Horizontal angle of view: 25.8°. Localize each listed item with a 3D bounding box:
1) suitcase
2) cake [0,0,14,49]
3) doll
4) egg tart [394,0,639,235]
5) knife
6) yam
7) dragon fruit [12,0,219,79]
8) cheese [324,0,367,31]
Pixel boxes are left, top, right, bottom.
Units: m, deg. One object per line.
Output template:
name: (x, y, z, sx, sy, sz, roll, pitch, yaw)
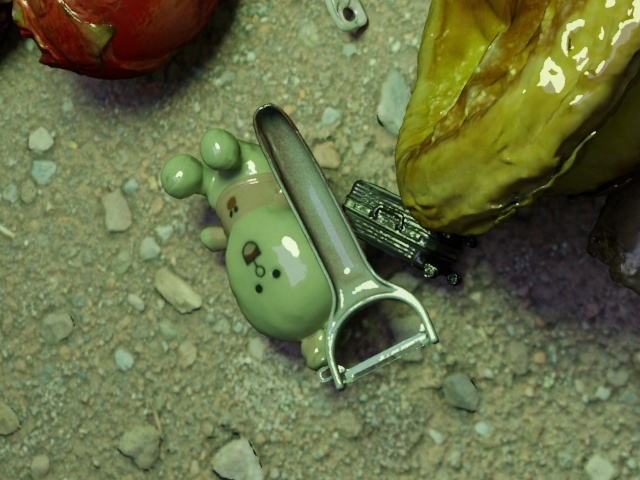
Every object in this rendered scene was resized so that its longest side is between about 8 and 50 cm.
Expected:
suitcase: (0.082, -0.010, 1.376, 0.126, 0.086, 0.059, 27, 94, 27)
cake: (-0.459, -0.300, 1.624, 0.293, 0.196, 0.199, 32, 99, 29)
doll: (-0.043, 0.002, 1.431, 0.155, 0.113, 0.275, -43, 73, 24)
egg tart: (0.225, -0.184, 1.217, 0.178, 0.443, 0.443, 27, 97, -15)
knife: (0.000, 0.000, 1.342, 0.123, 0.053, 0.278, -27, 81, 6)
yam: (0.336, -0.057, 1.231, 0.129, 0.128, 0.238, 29, 96, 25)
dragon fruit: (-0.218, -0.290, 1.493, 0.241, 0.241, 0.252, 37, 70, 26)
cheese: (-0.016, -0.321, 1.460, 0.064, 0.137, 0.227, -26, 91, 50)
